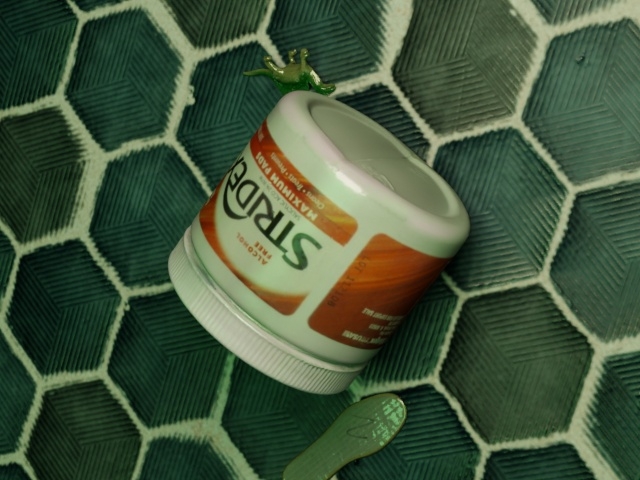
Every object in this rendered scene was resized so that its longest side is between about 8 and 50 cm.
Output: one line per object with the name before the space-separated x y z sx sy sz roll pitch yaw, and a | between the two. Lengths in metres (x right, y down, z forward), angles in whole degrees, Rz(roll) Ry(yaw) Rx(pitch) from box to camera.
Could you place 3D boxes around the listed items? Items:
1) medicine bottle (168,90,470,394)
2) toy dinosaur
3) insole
medicine bottle | 0.000 0.000 1.781 0.252 0.252 0.241 42 109 18
toy dinosaur | -0.041 -0.190 1.918 0.119 0.029 0.060 -4 108 28
insole | 0.026 0.239 1.916 0.188 0.004 0.064 -40 75 21
